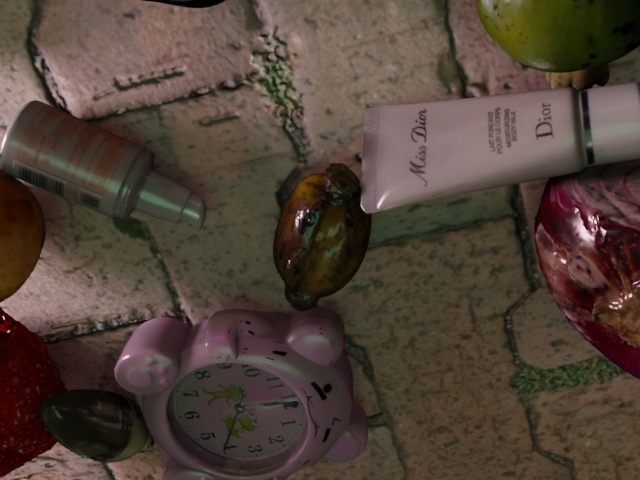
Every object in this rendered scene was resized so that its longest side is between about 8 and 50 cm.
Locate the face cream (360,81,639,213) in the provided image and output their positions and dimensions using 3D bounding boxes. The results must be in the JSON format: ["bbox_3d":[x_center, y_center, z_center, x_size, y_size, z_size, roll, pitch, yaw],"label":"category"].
[{"bbox_3d":[0.197,-0.111,0.752,0.314,0.143,0.089,-6,160,24],"label":"face cream"}]

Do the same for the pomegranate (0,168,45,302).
[{"bbox_3d":[-0.457,-0.018,0.832,0.215,0.215,0.215,2,116,3],"label":"pomegranate"}]

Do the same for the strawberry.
[{"bbox_3d":[-0.486,0.233,0.943,0.257,0.257,0.277,-17,133,12],"label":"strawberry"}]

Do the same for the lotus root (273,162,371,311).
[{"bbox_3d":[0.000,0.000,0.854,0.120,0.120,0.210,17,116,-4],"label":"lotus root"}]

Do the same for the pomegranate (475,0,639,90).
[{"bbox_3d":[0.267,-0.251,0.689,0.202,0.202,0.248,-18,144,12],"label":"pomegranate"}]

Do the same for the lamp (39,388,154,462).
[{"bbox_3d":[-0.317,0.270,0.968,0.101,0.101,0.250,-17,152,12],"label":"lamp"}]

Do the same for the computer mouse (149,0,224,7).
[{"bbox_3d":[-0.182,-0.328,0.718,0.233,0.096,0.137,7,111,5],"label":"computer mouse"}]

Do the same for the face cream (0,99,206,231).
[{"bbox_3d":[-0.261,-0.081,0.838,0.251,0.101,0.101,23,115,-8],"label":"face cream"}]

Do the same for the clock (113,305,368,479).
[{"bbox_3d":[-0.105,0.233,0.972,0.322,0.113,0.296,-11,114,8],"label":"clock"}]

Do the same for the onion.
[{"bbox_3d":[0.415,0.038,0.751,0.336,0.282,0.260,13,132,31],"label":"onion"}]
